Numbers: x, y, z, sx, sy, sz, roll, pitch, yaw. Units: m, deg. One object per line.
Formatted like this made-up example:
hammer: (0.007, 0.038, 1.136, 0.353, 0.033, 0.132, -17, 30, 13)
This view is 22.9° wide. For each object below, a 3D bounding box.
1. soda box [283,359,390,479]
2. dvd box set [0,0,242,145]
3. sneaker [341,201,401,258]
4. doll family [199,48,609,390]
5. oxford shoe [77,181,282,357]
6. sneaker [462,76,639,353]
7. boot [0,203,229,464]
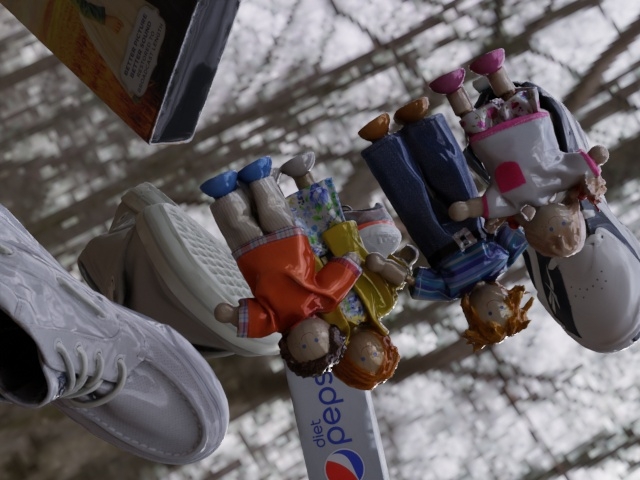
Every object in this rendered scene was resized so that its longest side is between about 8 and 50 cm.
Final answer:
soda box: (0.021, 0.219, 1.889, 0.098, 0.091, 0.286, 14, 64, -85)
dvd box set: (-0.224, -0.334, 1.556, 0.420, 0.062, 0.308, 43, -55, 31)
sneaker: (0.000, 0.000, 1.594, 0.061, 0.158, 0.065, 82, -5, -48)
doll family: (0.056, 0.003, 1.011, 0.118, 0.263, 0.163, 97, -32, -81)
oxford shoe: (-0.127, 0.047, 1.378, 0.169, 0.130, 0.449, 43, -4, -16)
sneaker: (0.169, -0.033, 1.200, 0.153, 0.094, 0.235, 35, 39, -48)
boot: (-0.163, 0.079, 0.979, 0.258, 0.095, 0.123, 39, 18, -18)
